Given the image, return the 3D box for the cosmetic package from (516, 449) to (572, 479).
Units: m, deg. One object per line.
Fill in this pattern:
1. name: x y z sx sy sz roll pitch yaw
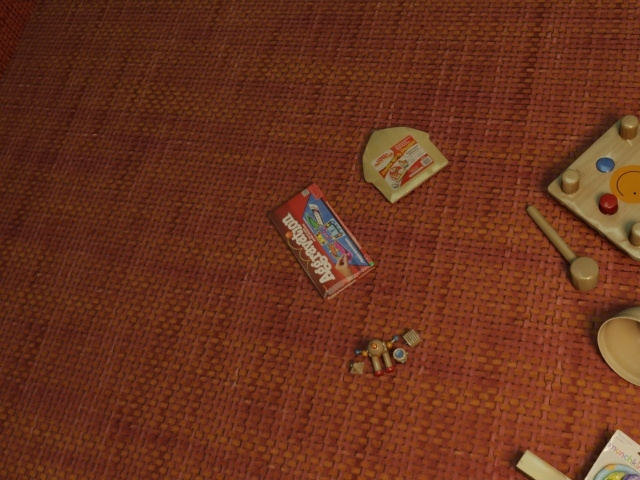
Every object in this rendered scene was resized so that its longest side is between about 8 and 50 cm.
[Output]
1. cosmetic package: 0.437 0.457 1.438 0.115 0.060 0.041 32 76 28

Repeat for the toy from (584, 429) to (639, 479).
1. toy: 0.546 0.487 1.369 0.137 0.056 0.237 38 83 1

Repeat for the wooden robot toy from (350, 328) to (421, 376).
1. wooden robot toy: 0.134 0.243 1.620 0.173 0.079 0.076 -21 61 7

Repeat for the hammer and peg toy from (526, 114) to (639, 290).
1. hammer and peg toy: 0.622 -0.085 1.597 0.361 0.127 0.266 -41 61 -5

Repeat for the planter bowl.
1. planter bowl: 0.643 0.192 1.459 0.109 0.162 0.162 -33 57 -32

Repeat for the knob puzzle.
1. knob puzzle: 0.190 -0.200 1.839 0.213 0.030 0.213 -7 65 14

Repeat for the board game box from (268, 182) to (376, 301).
1. board game box: 0.000 0.000 1.805 0.145 0.027 0.281 -35 61 0
